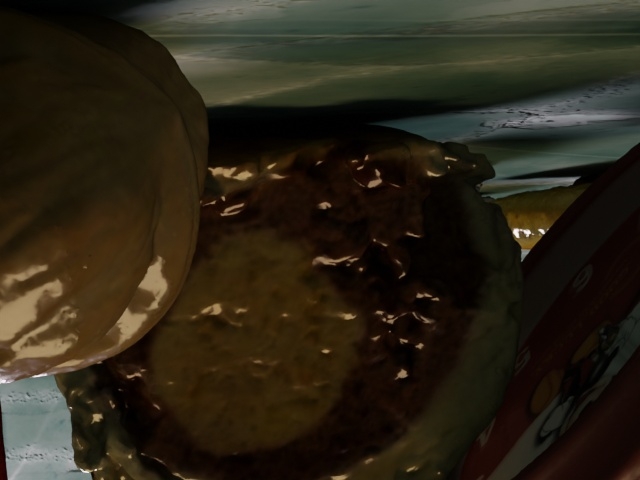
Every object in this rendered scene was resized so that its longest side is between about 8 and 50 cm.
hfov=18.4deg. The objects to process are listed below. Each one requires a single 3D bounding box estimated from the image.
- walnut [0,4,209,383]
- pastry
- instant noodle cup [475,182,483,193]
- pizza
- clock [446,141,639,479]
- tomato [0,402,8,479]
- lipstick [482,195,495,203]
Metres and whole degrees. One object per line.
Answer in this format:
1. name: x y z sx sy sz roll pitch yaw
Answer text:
1. walnut: -0.120 -0.017 0.715 0.166 0.149 0.166 -30 -165 9
2. pastry: -0.027 0.042 1.105 0.256 0.236 0.170 -6 -156 -13
3. instant noodle cup: 0.033 0.016 1.366 0.208 0.125 0.177 -2 175 -29
4. pizza: 0.266 -0.026 1.503 0.292 0.058 0.197 -4 177 16
5. clock: 0.169 0.061 1.126 0.080 0.318 0.318 38 166 -10
6. tomato: -0.342 0.118 1.191 0.290 0.293 0.325 -3 161 -31
7. lipstick: 0.000 0.000 1.516 0.317 0.066 0.068 -1 174 -37
